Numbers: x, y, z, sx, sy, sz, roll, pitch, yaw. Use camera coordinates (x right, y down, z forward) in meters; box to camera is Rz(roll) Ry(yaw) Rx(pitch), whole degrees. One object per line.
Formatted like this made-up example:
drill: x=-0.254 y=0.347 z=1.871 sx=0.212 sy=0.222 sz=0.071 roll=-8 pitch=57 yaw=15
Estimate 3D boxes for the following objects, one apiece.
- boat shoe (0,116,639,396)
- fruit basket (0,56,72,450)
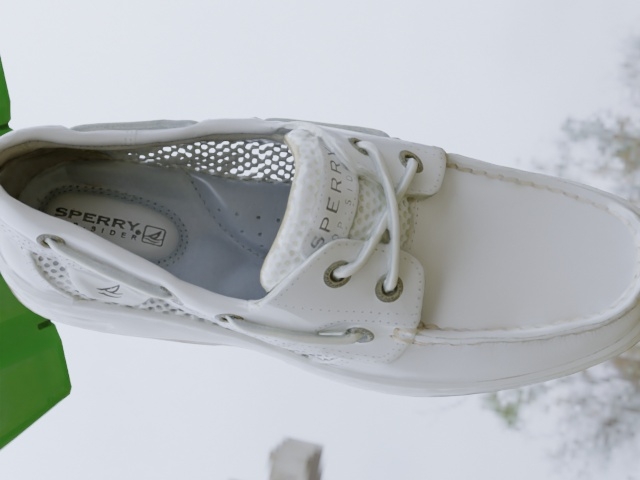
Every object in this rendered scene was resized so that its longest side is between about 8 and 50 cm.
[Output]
boat shoe: x=0.000 y=0.000 z=0.605 sx=0.096 sy=0.277 sz=0.098 roll=83 pitch=-169 yaw=-69
fruit basket: x=-0.384 y=0.031 z=1.128 sx=0.392 sy=0.283 sz=0.392 roll=2 pitch=-92 yaw=-47
